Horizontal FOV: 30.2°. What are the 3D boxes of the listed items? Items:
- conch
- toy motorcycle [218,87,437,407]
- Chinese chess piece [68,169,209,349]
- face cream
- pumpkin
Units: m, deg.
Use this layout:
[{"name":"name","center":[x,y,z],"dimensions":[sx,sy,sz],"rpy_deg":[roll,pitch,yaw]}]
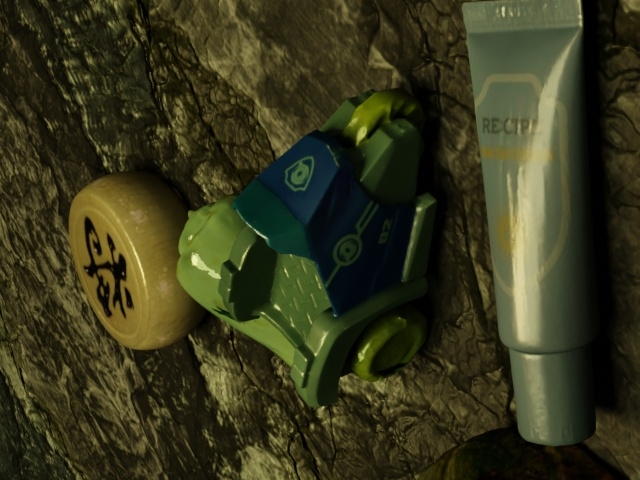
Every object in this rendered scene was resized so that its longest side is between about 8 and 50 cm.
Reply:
[{"name":"conch","center":[-0.077,0.057,1.437],"dimensions":[0.250,0.137,0.143],"rpy_deg":[48,119,-2]},{"name":"toy motorcycle","center":[0.000,0.000,1.193],"dimensions":[0.191,0.200,0.326],"rpy_deg":[45,143,33]},{"name":"Chinese chess piece","center":[-0.258,0.028,1.680],"dimensions":[0.257,0.104,0.257],"rpy_deg":[32,132,44]},{"name":"face cream","center":[0.187,-0.014,1.017],"dimensions":[0.135,0.086,0.385],"rpy_deg":[10,111,54]},{"name":"pumpkin","center":[0.198,0.273,1.088],"dimensions":[0.278,0.163,0.111],"rpy_deg":[44,142,32]}]
